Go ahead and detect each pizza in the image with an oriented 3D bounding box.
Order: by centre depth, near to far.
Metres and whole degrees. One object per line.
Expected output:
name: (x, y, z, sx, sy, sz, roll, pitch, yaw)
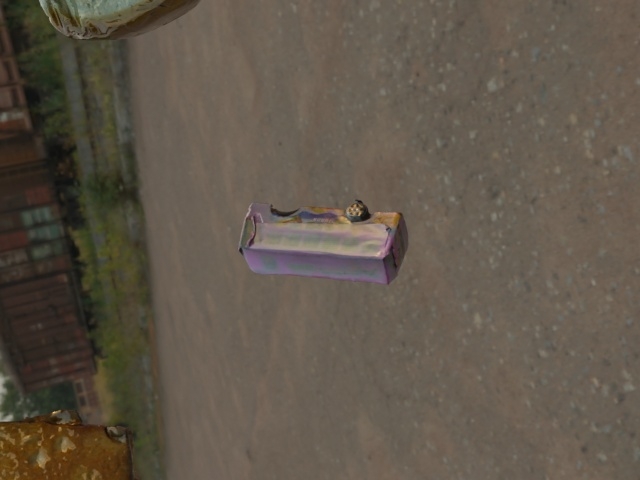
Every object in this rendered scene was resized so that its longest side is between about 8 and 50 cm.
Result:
pizza: (-0.325, 0.312, 0.915, 0.408, 0.278, 0.114, 33, 139, 2)

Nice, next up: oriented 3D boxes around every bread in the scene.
bread: (-0.346, -0.469, 1.425, 0.250, 0.278, 0.225, -69, -33, -65)

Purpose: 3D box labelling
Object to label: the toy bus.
toy bus: (0.000, 0.000, 1.345, 0.090, 0.273, 0.112, 72, -150, -43)
